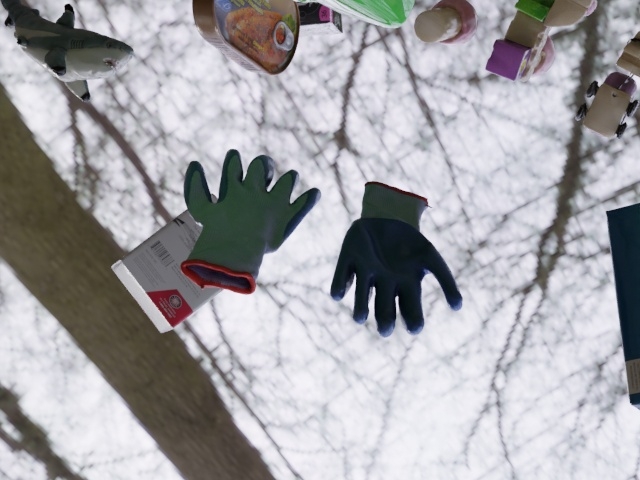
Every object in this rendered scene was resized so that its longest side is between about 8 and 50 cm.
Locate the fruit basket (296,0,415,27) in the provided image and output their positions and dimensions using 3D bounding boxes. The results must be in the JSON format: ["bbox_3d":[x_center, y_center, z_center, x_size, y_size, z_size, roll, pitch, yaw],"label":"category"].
[{"bbox_3d":[-0.112,-0.292,0.823,0.392,0.392,0.283,22,-99,42],"label":"fruit basket"}]

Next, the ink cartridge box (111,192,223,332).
[{"bbox_3d":[-0.169,0.028,1.787,0.150,0.109,0.063,-38,-176,-23],"label":"ink cartridge box"}]

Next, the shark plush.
[{"bbox_3d":[-0.253,-0.198,1.366,0.161,0.073,0.067,36,-96,33],"label":"shark plush"}]

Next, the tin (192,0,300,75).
[{"bbox_3d":[-0.081,-0.253,1.576,0.040,0.190,0.106,13,-99,29],"label":"tin"}]

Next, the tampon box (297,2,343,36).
[{"bbox_3d":[-0.027,-0.375,2.135,0.101,0.161,0.120,-4,-88,7],"label":"tampon box"}]

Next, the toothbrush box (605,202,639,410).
[{"bbox_3d":[0.455,0.051,1.413,0.296,0.126,0.216,-16,-116,28],"label":"toothbrush box"}]

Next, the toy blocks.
[{"bbox_3d":[0.323,-0.326,1.824,0.309,0.260,0.288,28,-71,13],"label":"toy blocks"}]

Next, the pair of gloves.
[{"bbox_3d":[0.000,0.000,0.934,0.198,0.023,0.159,17,-144,-3],"label":"pair of gloves"}]
